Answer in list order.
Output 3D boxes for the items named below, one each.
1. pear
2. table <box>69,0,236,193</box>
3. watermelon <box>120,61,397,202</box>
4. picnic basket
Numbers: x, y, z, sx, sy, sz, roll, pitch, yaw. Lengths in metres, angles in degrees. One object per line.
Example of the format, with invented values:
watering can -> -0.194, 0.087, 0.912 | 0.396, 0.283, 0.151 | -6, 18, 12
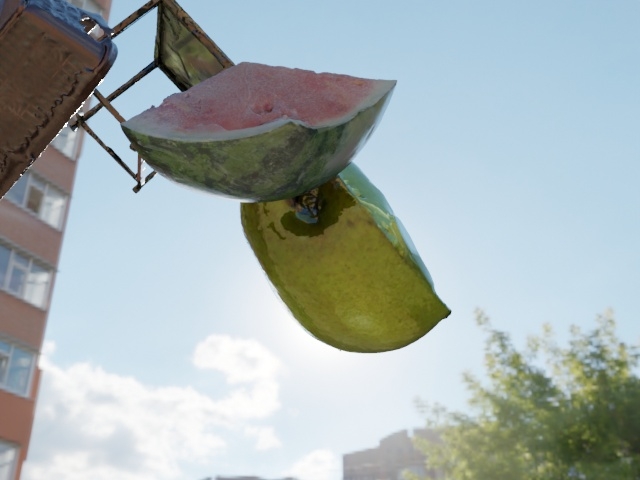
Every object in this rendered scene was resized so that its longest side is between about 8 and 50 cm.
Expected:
pear -> 0.000, 0.000, 1.244 | 0.238, 0.342, 0.318 | -38, -49, 4
table -> -0.366, -0.301, 1.698 | 0.222, 0.272, 0.335 | 46, -17, 0
watermelon -> -0.056, -0.127, 0.962 | 0.260, 0.176, 0.256 | 11, 3, 22
picnic basket -> -0.410, -0.197, 1.041 | 0.297, 0.222, 0.129 | -47, -53, 9
